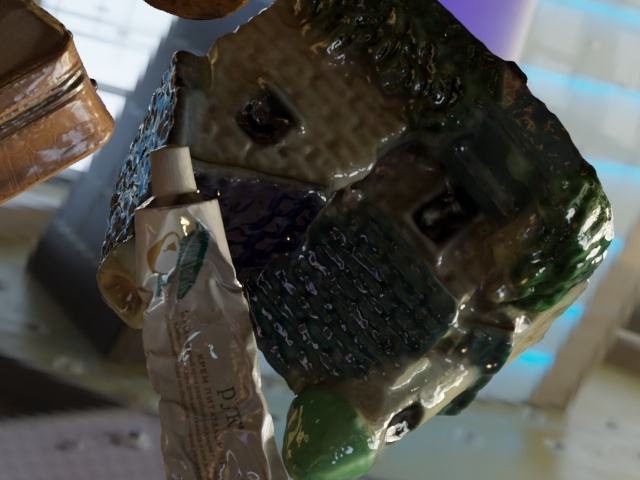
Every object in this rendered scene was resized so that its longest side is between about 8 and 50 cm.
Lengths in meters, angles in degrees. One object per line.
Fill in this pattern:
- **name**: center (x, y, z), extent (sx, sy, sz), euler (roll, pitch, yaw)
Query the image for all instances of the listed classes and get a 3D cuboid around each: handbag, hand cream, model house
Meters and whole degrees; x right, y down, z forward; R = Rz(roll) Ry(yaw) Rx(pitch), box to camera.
- **handbag**: center (-0.218, -0.084, 1.167), extent (0.151, 0.072, 0.193), euler (-32, -148, -10)
- **hand cream**: center (-0.072, 0.066, 1.179), extent (0.084, 0.256, 0.050), euler (-12, 169, -4)
- **model house**: center (-0.001, 0.001, 1.358), extent (0.284, 0.243, 0.298), euler (-34, -103, -32)

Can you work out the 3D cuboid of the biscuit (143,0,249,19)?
- **biscuit**: center (-0.116, -0.293, 1.052), extent (0.283, 0.064, 0.432), euler (17, 147, 28)
